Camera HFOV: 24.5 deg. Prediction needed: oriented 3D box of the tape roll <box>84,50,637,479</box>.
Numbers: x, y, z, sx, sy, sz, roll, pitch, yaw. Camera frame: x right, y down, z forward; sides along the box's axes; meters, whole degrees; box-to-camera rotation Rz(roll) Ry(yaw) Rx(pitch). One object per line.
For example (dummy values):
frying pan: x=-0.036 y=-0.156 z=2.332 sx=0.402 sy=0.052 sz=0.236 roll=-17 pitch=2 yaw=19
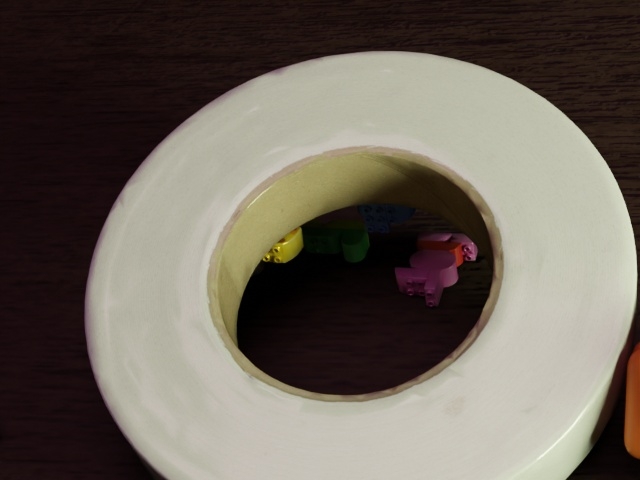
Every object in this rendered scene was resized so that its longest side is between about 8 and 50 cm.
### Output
tape roll: x=0.028 y=0.037 z=1.035 sx=0.392 sy=0.072 sz=0.392 roll=-5 pitch=57 yaw=8

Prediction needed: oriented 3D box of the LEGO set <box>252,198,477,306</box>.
LEGO set: x=0.000 y=0.000 z=1.161 sx=0.227 sy=0.087 sz=0.093 roll=3 pitch=41 yaw=18

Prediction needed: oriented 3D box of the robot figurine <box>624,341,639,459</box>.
robot figurine: x=0.306 y=0.108 z=0.930 sx=0.219 sy=0.158 sz=0.128 roll=3 pitch=56 yaw=15
